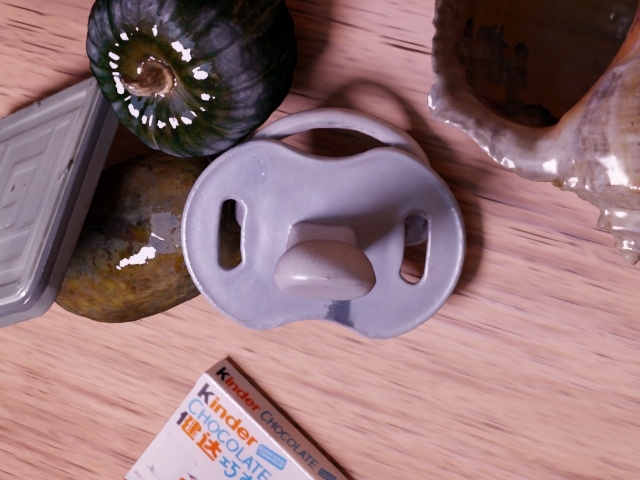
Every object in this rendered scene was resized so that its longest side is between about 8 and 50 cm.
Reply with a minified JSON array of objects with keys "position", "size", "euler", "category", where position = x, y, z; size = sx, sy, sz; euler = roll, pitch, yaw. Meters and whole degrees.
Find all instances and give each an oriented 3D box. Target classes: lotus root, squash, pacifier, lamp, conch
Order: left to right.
[{"position":[-0.313,-0.032,1.760],"size":[0.047,0.269,0.266],"euler":[30,153,-30],"category":"lamp"},{"position":[-0.194,-0.001,1.774],"size":[0.275,0.152,0.160],"euler":[-23,82,36],"category":"lotus root"},{"position":[-0.126,-0.185,1.631],"size":[0.218,0.172,0.218],"euler":[2,133,3],"category":"squash"},{"position":[0.000,0.000,1.597],"size":[0.279,0.207,0.227],"euler":[4,111,3],"category":"pacifier"},{"position":[0.246,-0.156,1.395],"size":[0.297,0.210,0.352],"euler":[5,71,15],"category":"conch"}]

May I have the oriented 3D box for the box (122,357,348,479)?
[{"position":[-0.084,0.308,1.923],"size":[0.273,0.048,0.265],"euler":[44,128,9],"category":"box"}]
